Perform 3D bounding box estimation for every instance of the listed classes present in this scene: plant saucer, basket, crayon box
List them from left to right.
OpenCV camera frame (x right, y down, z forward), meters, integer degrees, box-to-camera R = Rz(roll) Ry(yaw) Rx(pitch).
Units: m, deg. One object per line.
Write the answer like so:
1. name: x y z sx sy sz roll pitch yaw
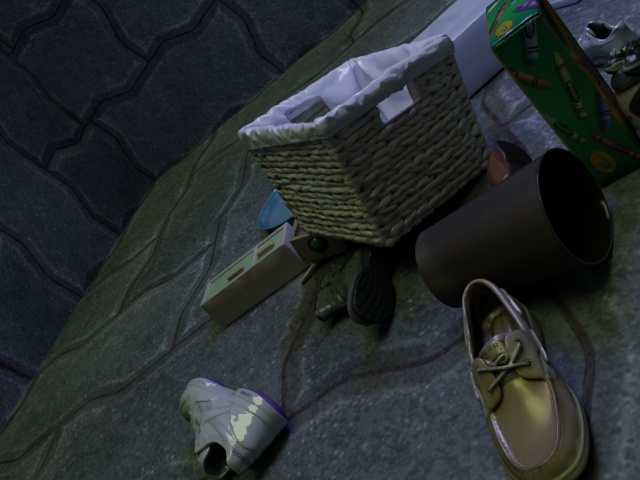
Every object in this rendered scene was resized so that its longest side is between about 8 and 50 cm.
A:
1. plant saucer: -0.043 -0.136 1.877 0.317 0.044 0.317 -37 23 19
2. basket: 0.084 -0.184 1.321 0.328 0.266 0.331 -38 23 -23
3. basket: 0.255 -0.002 0.956 0.227 0.154 0.204 -32 7 40
4. crayon box: 0.354 -0.230 1.005 0.081 0.278 0.165 -34 24 29

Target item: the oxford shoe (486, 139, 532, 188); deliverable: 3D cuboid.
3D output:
1. oxford shoe: 0.319 -0.085 1.122 0.212 0.076 0.076 -93 21 -59

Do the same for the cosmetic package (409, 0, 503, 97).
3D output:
1. cosmetic package: 0.334 -0.453 1.634 0.224 0.138 0.224 -41 20 9

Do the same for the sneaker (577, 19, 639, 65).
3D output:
1. sneaker: 0.493 -0.360 1.258 0.071 0.083 0.191 -53 22 -16

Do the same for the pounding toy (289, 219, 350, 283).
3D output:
1. pounding toy: 0.000 0.000 1.509 0.130 0.100 0.141 -18 34 23

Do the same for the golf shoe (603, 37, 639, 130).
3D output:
1. golf shoe: 0.536 -0.253 0.978 0.273 0.120 0.105 -22 16 -2

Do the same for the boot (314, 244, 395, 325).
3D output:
1. boot: 0.053 0.105 1.246 0.161 0.083 0.246 -42 15 27

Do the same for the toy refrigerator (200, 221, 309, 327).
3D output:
1. toy refrigerator: -0.155 0.079 1.620 0.269 0.094 0.102 -36 23 21

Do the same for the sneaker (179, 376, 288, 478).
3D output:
1. sneaker: -0.188 0.325 1.207 0.305 0.114 0.152 -11 38 55

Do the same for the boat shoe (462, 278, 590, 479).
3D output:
1. boat shoe: 0.219 0.154 0.803 0.109 0.098 0.302 -36 23 22

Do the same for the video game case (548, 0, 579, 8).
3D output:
1. video game case: 0.580 -0.609 1.627 0.183 0.023 0.201 -49 22 -11
